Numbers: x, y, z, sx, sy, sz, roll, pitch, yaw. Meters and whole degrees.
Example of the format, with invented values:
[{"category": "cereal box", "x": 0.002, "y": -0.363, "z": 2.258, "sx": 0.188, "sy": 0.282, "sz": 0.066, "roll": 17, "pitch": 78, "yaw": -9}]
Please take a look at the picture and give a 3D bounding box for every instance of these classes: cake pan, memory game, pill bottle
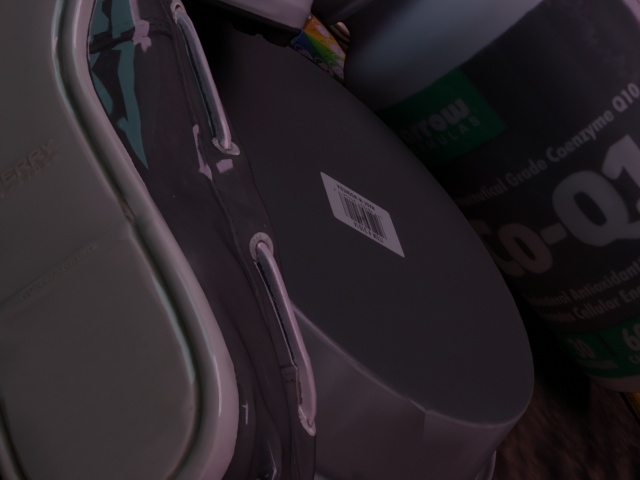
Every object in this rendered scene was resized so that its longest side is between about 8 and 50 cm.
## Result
[{"category": "cake pan", "x": 0.000, "y": 0.000, "z": 0.597, "sx": 0.293, "sy": 0.054, "sz": 0.293, "roll": 38, "pitch": 25, "yaw": -22}, {"category": "memory game", "x": -0.008, "y": -0.152, "z": 0.873, "sx": 0.186, "sy": 0.012, "sz": 0.186, "roll": 37, "pitch": 26, "yaw": -21}, {"category": "pill bottle", "x": 0.145, "y": -0.096, "z": 0.769, "sx": 0.361, "sy": 0.204, "sz": 0.204, "roll": 48, "pitch": 23, "yaw": -12}]

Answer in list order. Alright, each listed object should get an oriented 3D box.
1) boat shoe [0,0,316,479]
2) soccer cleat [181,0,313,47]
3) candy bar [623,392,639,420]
[{"category": "boat shoe", "x": -0.087, "y": -0.033, "z": 0.451, "sx": 0.095, "sy": 0.112, "sz": 0.335, "roll": 43, "pitch": 22, "yaw": -57}, {"category": "soccer cleat", "x": -0.049, "y": -0.181, "z": 0.628, "sx": 0.109, "sy": 0.116, "sz": 0.318, "roll": 18, "pitch": 12, "yaw": -15}, {"category": "candy bar", "x": 0.235, "y": 0.123, "z": 0.851, "sx": 0.040, "sy": 0.018, "sz": 0.161, "roll": 21, "pitch": 34, "yaw": -46}]
